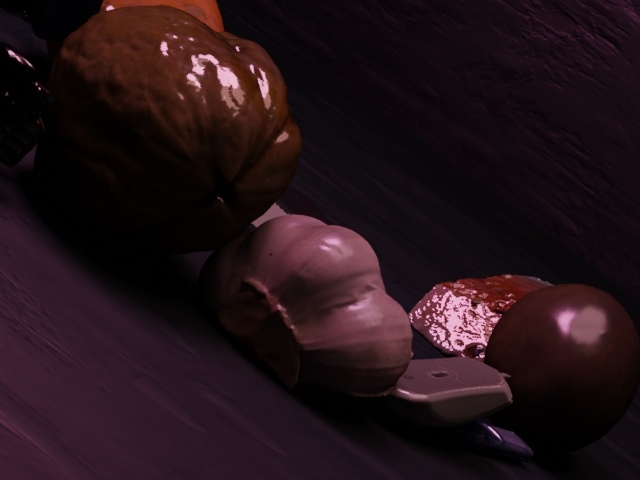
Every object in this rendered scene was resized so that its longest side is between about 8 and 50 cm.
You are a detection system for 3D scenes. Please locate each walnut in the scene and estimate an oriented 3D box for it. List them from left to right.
[{"bbox_3d":[-0.153,-0.102,1.575,0.283,0.283,0.227,49,-9,51],"label":"walnut"}]

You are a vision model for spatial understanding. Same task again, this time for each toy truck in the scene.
[{"bbox_3d":[-0.343,-0.159,1.551,0.257,0.127,0.127,46,1,41],"label":"toy truck"}]

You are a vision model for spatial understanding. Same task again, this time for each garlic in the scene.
[{"bbox_3d":[-0.005,0.048,1.574,0.229,0.143,0.178,24,17,26],"label":"garlic"}]

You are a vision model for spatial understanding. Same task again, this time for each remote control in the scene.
[{"bbox_3d":[0.172,0.208,1.724,0.043,0.027,0.152,36,8,39],"label":"remote control"}]

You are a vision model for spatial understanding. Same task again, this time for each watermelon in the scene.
[{"bbox_3d":[0.229,0.116,2.091,0.256,0.140,0.193,14,14,-41],"label":"watermelon"}]

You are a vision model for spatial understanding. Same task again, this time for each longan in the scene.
[{"bbox_3d":[0.279,0.145,1.886,0.198,0.198,0.212,37,33,12],"label":"longan"}]

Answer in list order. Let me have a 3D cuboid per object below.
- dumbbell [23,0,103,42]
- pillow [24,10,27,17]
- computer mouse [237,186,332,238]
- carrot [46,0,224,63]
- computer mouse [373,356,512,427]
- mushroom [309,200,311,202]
[{"bbox_3d":[-0.386,-0.302,1.724,0.316,0.144,0.156,6,22,-21],"label":"dumbbell"},{"bbox_3d":[-0.316,-0.312,2.318,0.208,0.055,0.141,13,14,-11],"label":"pillow"},{"bbox_3d":[-0.042,-0.010,1.886,0.264,0.088,0.147,30,14,-34],"label":"computer mouse"},{"bbox_3d":[-0.225,-0.241,1.975,0.224,0.224,0.341,30,19,-21],"label":"carrot"},{"bbox_3d":[0.121,0.156,1.653,0.181,0.056,0.089,-2,28,-35],"label":"computer mouse"},{"bbox_3d":[0.000,0.000,2.046,0.060,0.061,0.187,2,-27,48],"label":"mushroom"}]
